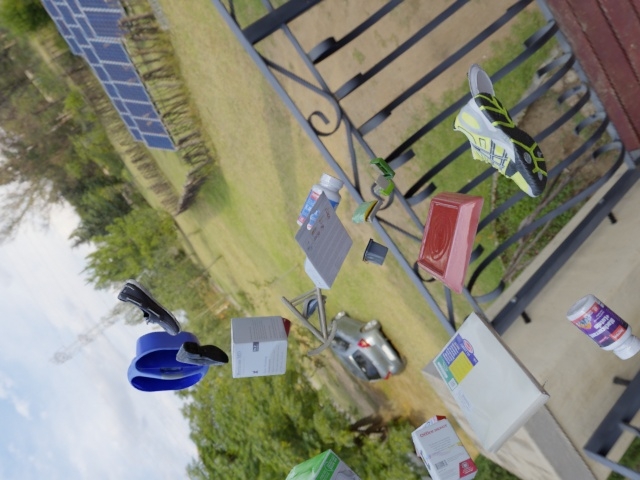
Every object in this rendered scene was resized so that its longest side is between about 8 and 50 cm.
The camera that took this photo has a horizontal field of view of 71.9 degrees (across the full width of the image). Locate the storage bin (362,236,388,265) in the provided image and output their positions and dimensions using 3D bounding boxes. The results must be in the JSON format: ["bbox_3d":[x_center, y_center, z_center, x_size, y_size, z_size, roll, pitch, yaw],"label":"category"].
[{"bbox_3d":[0.238,0.061,1.913,0.091,0.098,0.135,22,162,11],"label":"storage bin"}]

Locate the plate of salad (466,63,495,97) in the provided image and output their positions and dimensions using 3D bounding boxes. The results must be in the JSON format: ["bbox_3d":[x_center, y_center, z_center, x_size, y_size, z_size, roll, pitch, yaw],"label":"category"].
[{"bbox_3d":[0.580,-0.541,1.602,0.048,0.200,0.200,-13,118,45],"label":"plate of salad"}]

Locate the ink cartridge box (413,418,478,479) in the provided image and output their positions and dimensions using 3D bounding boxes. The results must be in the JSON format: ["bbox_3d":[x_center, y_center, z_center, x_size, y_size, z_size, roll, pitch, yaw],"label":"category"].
[{"bbox_3d":[0.395,0.685,1.414,0.175,0.127,0.072,-118,15,-44],"label":"ink cartridge box"}]

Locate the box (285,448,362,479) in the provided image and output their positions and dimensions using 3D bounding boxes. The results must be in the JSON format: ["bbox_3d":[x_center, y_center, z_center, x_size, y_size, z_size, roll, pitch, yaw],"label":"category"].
[{"bbox_3d":[0.024,0.831,1.430,0.231,0.127,0.262,44,131,2],"label":"box"}]

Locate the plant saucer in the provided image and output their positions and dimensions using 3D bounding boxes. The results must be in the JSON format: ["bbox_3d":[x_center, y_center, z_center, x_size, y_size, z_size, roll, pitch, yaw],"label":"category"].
[{"bbox_3d":[0.346,-0.009,1.236,0.047,0.258,0.259,9,-172,-8],"label":"plant saucer"}]

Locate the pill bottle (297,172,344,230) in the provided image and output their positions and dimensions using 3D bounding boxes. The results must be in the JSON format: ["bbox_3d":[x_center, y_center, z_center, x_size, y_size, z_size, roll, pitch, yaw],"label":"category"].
[{"bbox_3d":[0.006,-0.145,1.713,0.124,0.221,0.124,23,-170,-5],"label":"pill bottle"}]

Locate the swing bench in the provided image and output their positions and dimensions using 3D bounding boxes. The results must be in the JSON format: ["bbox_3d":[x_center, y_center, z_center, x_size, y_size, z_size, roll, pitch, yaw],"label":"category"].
[{"bbox_3d":[-0.026,0.316,1.769,0.255,0.165,0.253,63,174,10],"label":"swing bench"}]

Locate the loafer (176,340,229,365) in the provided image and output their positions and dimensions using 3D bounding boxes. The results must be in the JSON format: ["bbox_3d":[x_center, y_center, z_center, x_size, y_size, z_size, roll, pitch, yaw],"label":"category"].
[{"bbox_3d":[-0.368,0.362,1.380,0.170,0.061,0.062,28,-155,-34],"label":"loafer"}]

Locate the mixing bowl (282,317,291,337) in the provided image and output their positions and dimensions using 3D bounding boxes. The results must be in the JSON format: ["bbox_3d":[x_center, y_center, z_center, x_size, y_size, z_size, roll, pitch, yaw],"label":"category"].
[{"bbox_3d":[-0.211,0.413,1.910,0.181,0.181,0.098,78,-177,-57],"label":"mixing bowl"}]

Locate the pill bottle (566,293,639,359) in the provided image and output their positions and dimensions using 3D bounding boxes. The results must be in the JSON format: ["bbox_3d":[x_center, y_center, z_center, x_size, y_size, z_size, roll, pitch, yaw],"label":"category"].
[{"bbox_3d":[0.877,0.269,1.361,0.193,0.108,0.108,44,162,14],"label":"pill bottle"}]

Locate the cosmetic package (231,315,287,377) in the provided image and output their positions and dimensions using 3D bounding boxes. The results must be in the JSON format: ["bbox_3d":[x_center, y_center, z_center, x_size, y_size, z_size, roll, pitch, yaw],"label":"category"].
[{"bbox_3d":[-0.220,0.370,1.551,0.151,0.183,0.151,-119,31,-61],"label":"cosmetic package"}]

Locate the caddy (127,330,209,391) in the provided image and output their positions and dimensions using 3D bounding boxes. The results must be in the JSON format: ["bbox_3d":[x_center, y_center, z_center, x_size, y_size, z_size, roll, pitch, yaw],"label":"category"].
[{"bbox_3d":[-0.655,0.534,1.908,0.179,0.341,0.241,46,122,51],"label":"caddy"}]

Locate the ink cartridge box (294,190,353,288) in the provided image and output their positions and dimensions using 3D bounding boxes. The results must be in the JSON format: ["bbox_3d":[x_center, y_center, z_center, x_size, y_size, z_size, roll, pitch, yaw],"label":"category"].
[{"bbox_3d":[0.000,0.000,1.291,0.066,0.189,0.232,0,139,39],"label":"ink cartridge box"}]

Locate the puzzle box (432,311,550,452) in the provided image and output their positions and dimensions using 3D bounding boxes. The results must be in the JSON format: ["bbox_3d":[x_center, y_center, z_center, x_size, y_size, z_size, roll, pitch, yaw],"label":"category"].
[{"bbox_3d":[0.570,0.474,1.539,0.052,0.272,0.409,22,-158,-24],"label":"puzzle box"}]

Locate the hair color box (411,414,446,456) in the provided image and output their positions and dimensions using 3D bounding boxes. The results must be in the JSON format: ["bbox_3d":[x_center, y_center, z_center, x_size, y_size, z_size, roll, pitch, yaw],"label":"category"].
[{"bbox_3d":[0.423,0.746,1.679,0.093,0.053,0.167,-100,31,-45],"label":"hair color box"}]

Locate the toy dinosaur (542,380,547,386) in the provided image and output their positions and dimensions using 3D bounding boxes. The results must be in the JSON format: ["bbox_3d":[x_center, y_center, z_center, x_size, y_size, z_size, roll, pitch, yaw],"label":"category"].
[{"bbox_3d":[0.743,0.573,1.582,0.053,0.183,0.092,52,170,3],"label":"toy dinosaur"}]

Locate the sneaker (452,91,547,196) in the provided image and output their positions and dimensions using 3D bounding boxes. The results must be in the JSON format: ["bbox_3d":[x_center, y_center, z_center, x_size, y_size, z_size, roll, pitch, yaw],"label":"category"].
[{"bbox_3d":[0.596,-0.300,1.452,0.385,0.145,0.147,53,142,-2],"label":"sneaker"}]

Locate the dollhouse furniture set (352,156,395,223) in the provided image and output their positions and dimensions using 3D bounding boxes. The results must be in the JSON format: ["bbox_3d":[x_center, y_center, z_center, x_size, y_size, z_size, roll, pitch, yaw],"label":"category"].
[{"bbox_3d":[0.113,-0.113,1.012,0.058,0.152,0.076,39,164,-25],"label":"dollhouse furniture set"}]

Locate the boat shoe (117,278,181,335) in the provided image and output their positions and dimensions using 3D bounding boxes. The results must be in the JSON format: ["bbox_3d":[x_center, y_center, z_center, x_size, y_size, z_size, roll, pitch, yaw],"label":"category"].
[{"bbox_3d":[-0.463,0.197,1.192,0.075,0.065,0.206,-12,124,40],"label":"boat shoe"}]
